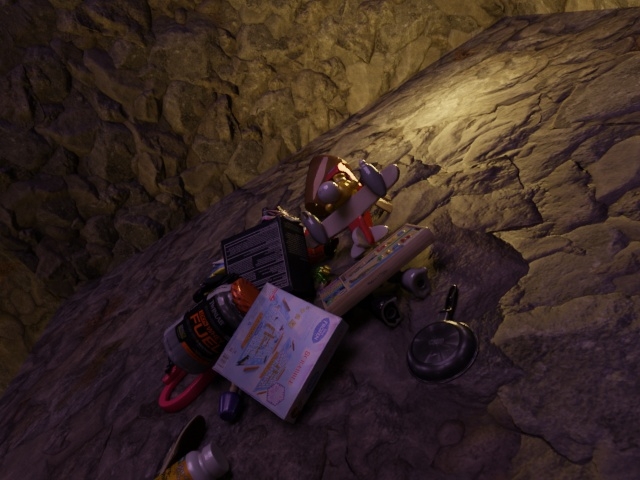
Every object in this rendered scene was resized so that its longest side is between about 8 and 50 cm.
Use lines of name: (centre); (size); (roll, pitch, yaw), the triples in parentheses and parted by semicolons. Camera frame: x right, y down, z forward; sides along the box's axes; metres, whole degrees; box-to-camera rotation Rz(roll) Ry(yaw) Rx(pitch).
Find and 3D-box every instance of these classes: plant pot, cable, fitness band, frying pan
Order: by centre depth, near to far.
frying pan: (0.344, 0.234, 1.238); (0.197, 0.053, 0.326); (5, 48, 52)
cable: (-0.366, 0.175, 1.694); (0.184, 0.047, 0.150); (-22, -28, -37)
fitness band: (-0.479, 0.502, 1.744); (0.209, 0.054, 0.291); (6, 47, 50)
plant pot: (0.018, -0.251, 2.327); (0.237, 0.237, 0.254); (-8, 51, 43)

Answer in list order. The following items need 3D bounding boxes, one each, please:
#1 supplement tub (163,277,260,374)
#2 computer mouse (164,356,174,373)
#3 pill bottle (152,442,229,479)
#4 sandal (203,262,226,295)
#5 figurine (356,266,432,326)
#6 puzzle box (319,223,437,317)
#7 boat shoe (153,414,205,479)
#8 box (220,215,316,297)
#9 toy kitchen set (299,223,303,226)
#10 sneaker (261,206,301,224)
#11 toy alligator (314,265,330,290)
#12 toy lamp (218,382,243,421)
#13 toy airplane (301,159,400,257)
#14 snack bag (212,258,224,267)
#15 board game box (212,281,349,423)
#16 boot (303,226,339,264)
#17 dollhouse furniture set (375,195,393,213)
supplement tub: (-0.356, 0.292, 1.628); (0.338, 0.207, 0.207); (-39, 24, 11)
computer mouse: (-0.592, 0.469, 1.872); (0.071, 0.041, 0.242); (-43, 9, -6)
pill bottle: (-0.354, 0.643, 1.255); (0.208, 0.118, 0.117); (-36, 25, -5)
sandal: (-0.437, 0.196, 1.991); (0.317, 0.126, 0.138); (-55, 21, 34)
figurine: (0.218, 0.155, 1.488); (0.215, 0.092, 0.209); (-40, 21, -15)
puzzle box: (0.176, 0.091, 1.558); (0.409, 0.052, 0.272); (-38, 6, -1)
boat shoe: (-0.430, 0.629, 1.417); (0.073, 0.080, 0.223); (-9, 39, 34)
box: (-0.204, 0.107, 1.810); (0.296, 0.182, 0.294); (-21, 67, 25)
toy kitchen set: (-0.124, 0.040, 1.971); (0.166, 0.207, 0.122); (-17, 29, 15)
sneaker: (-0.152, -0.097, 1.836); (0.072, 0.178, 0.077); (-30, 62, 41)
toy alligator: (-0.001, 0.134, 1.771); (0.056, 0.051, 0.190); (-60, 1, 18)
toy lamp: (-0.272, 0.463, 1.533); (0.080, 0.080, 0.275); (-25, 24, 19)
toy airplane: (0.100, -0.127, 1.810); (0.384, 0.272, 0.386); (16, 83, 51)
snack bag: (-0.284, 0.050, 2.195); (0.323, 0.037, 0.342); (-6, 15, 44)
board game box: (-0.123, 0.321, 1.409); (0.318, 0.066, 0.319); (21, 72, 37)
boot: (0.000, 0.000, 2.027); (0.176, 0.088, 0.244); (-25, 34, 16)
dollhouse furniture set: (0.233, -0.141, 2.062); (0.151, 0.123, 0.144); (-59, 3, 42)
